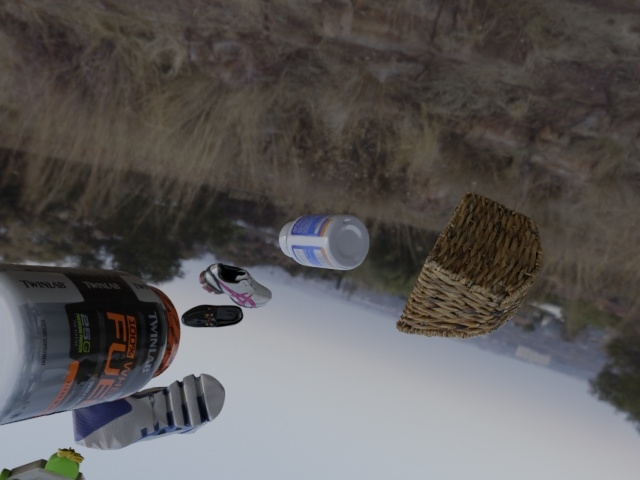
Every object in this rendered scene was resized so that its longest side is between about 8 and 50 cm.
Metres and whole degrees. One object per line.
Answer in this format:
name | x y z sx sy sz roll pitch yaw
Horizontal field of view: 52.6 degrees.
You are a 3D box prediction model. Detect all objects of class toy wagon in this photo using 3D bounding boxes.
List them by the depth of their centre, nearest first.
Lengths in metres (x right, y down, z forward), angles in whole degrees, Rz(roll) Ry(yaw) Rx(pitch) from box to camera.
toy wagon | -0.697 0.662 1.650 0.267 0.344 0.068 27 -171 -17

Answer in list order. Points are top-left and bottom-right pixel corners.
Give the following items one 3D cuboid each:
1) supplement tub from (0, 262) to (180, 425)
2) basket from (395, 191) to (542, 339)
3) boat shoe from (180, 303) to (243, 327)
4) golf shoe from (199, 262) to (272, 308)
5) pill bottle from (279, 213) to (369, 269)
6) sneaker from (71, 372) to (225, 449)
supplement tub | -0.366 0.141 0.934 0.207 0.207 0.338 17 -177 24
basket | 0.328 0.082 1.372 0.213 0.223 0.299 27 -137 12
boat shoe | -0.231 0.162 1.384 0.132 0.049 0.042 -4 -174 -17
golf shoe | -0.182 0.105 1.493 0.186 0.068 0.086 23 141 -33
pill bottle | 0.000 0.000 1.838 0.152 0.152 0.272 21 171 -34
sneaker | -0.343 0.368 1.357 0.315 0.128 0.182 -9 159 -2
